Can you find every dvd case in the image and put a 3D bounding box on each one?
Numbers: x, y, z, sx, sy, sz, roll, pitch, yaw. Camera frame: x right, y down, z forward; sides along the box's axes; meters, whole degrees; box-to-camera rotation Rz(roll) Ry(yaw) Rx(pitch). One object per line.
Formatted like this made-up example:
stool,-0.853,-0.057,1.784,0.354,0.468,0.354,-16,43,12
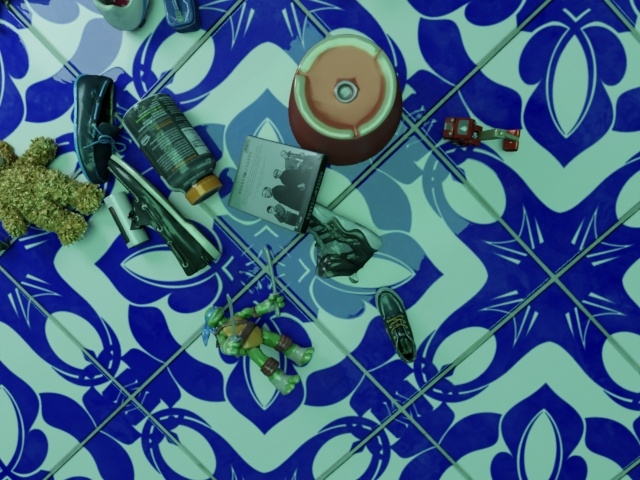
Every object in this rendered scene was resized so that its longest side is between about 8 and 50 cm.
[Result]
dvd case,-0.104,-0.133,1.032,0.239,0.030,0.179,22,98,35

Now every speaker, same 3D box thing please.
speaker,-0.475,-0.051,1.108,0.055,0.055,0.136,-24,95,5

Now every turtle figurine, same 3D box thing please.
turtle figurine,-0.132,0.212,1.051,0.266,0.198,0.274,39,100,-6

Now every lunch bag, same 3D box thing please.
lunch bag,-0.320,-0.537,1.039,0.067,0.065,0.098,-10,96,4

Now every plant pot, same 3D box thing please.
plant pot,0.052,-0.298,0.959,0.275,0.243,0.274,0,97,3

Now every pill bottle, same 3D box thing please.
pill bottle,-0.332,-0.202,1.045,0.130,0.130,0.245,-34,93,6

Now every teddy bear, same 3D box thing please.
teddy bear,-0.695,-0.124,1.084,0.338,0.113,0.245,45,94,-3

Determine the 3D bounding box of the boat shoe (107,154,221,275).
boat shoe,-0.393,-0.050,1.068,0.113,0.127,0.340,-45,102,-7

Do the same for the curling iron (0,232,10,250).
curling iron,-0.917,0.011,1.143,0.274,0.035,0.068,-5,133,7

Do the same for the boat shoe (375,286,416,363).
boat shoe,0.187,0.202,1.088,0.065,0.083,0.183,-24,95,5

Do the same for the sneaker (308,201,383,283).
sneaker,0.000,0.000,1.065,0.269,0.101,0.153,27,96,-1

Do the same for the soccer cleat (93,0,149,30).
soccer cleat,-0.416,-0.638,0.993,0.116,0.143,0.331,14,97,1

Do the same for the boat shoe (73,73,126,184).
boat shoe,-0.521,-0.263,1.062,0.089,0.109,0.258,-3,98,0

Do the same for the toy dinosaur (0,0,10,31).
toy dinosaur,-0.811,-0.566,1.065,0.268,0.064,0.118,1,82,3

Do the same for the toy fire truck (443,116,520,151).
toy fire truck,0.362,-0.235,1.003,0.135,0.192,0.047,9,97,30
